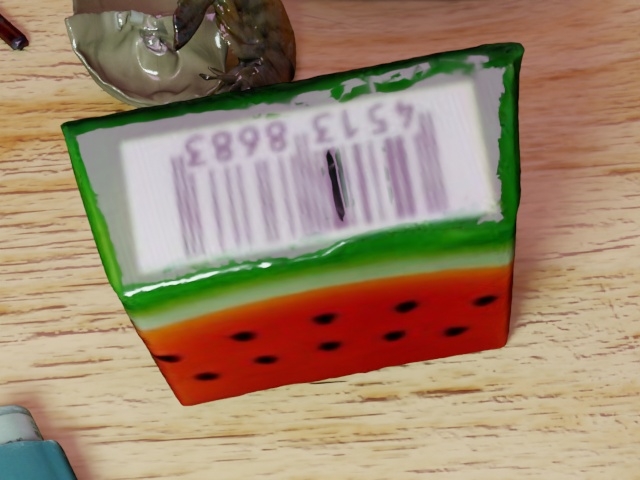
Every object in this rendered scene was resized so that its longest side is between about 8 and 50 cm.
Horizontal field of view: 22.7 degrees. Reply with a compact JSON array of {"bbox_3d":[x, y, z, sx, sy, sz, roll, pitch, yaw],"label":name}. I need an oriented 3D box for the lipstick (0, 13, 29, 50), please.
[{"bbox_3d":[-0.374,-0.257,1.728,0.027,0.027,0.176,-42,62,-17],"label":"lipstick"}]

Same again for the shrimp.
[{"bbox_3d":[-0.106,-0.142,1.537,0.058,0.169,0.296,-6,51,40],"label":"shrimp"}]

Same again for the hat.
[{"bbox_3d":[-0.182,-0.212,1.657,0.166,0.144,0.173,-1,12,-9],"label":"hat"}]

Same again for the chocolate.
[{"bbox_3d":[0.000,0.000,1.331,0.360,0.341,0.161,-10,67,1],"label":"chocolate"}]

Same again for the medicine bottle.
[{"bbox_3d":[-0.243,0.262,1.348,0.124,0.079,0.258,-25,57,-7],"label":"medicine bottle"}]
